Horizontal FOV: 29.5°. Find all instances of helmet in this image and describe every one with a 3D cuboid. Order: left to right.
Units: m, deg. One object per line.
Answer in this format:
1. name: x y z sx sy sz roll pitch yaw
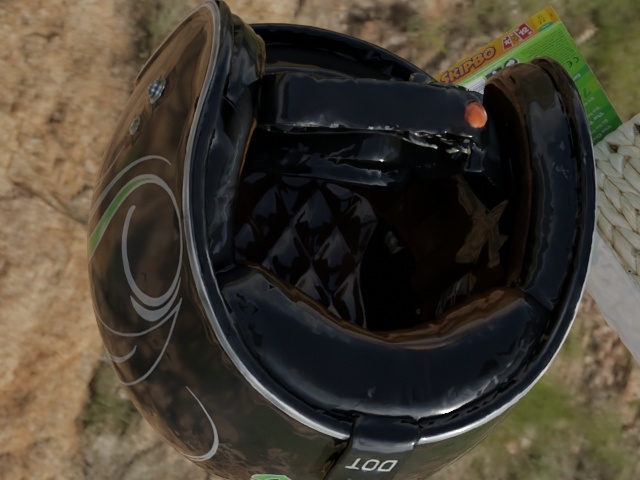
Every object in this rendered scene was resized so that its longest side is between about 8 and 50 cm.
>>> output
1. helmet: 0.000 0.000 0.406 0.169 0.161 0.169 2 83 -16

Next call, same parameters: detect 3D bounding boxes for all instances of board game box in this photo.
1. board game box: 0.219 -0.101 1.154 0.124 0.039 0.259 -31 133 15

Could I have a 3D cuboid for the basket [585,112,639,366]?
1. basket: 0.410 0.056 1.110 0.266 0.331 0.328 -37 129 9
